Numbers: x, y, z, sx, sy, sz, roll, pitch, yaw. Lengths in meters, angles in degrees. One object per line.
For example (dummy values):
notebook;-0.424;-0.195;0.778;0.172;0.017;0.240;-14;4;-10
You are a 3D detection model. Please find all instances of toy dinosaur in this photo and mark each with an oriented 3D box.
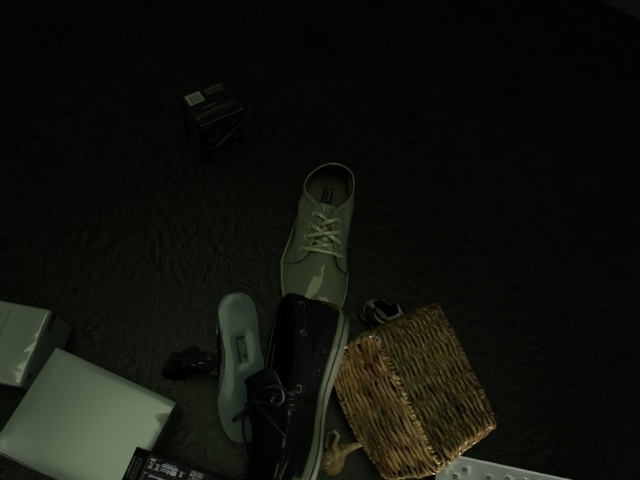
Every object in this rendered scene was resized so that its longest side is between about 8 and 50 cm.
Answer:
toy dinosaur;0.028;0.449;1.124;0.183;0.053;0.093;-25;89;-23

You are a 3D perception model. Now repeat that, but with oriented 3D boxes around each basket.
basket;0.185;0.320;1.122;0.223;0.213;0.299;-15;74;-41

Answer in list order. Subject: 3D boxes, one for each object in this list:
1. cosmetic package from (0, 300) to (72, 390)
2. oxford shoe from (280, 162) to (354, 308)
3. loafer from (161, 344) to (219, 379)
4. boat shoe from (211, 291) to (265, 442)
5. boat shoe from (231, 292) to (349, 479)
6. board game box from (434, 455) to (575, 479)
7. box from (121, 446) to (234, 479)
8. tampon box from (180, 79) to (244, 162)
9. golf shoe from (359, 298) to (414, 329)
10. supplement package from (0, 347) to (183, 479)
cosmetic package;-0.636;0.213;1.062;0.183;0.151;0.151;13;66;-2
oxford shoe;0.000;0.000;1.267;0.169;0.130;0.449;11;67;-6
loafer;-0.273;0.247;1.106;0.062;0.170;0.061;36;48;-39
boat shoe;-0.180;0.267;1.131;0.113;0.105;0.306;-8;81;-18
boat shoe;-0.078;0.315;0.995;0.156;0.187;0.500;33;51;-19
board game box;0.401;0.674;1.071;0.389;0.050;0.390;13;66;-2
box;-0.235;0.541;0.940;0.307;0.076;0.242;33;62;-29
tampon box;-0.272;-0.299;1.338;0.120;0.161;0.101;-30;73;-21
golf shoe;0.186;0.201;1.225;0.198;0.094;0.077;28;64;2
supplement package;-0.438;0.366;1.029;0.261;0.145;0.204;24;65;2
